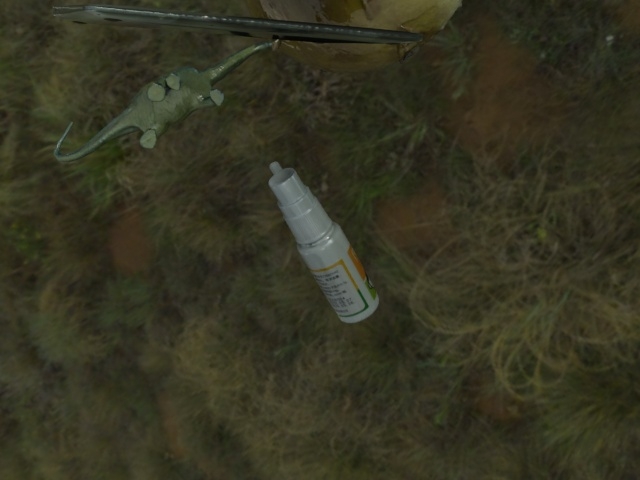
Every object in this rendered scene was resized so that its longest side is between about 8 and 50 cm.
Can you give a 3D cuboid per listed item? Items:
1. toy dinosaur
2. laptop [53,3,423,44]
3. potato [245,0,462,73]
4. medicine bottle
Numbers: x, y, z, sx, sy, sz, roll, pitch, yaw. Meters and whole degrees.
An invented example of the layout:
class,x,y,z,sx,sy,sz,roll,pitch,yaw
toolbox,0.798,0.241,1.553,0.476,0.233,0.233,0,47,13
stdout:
class,x,y,z,sx,sy,sz,roll,pitch,yaw
toy dinosaur,-0.220,-0.195,1.144,0.077,0.362,0.147,61,177,-19
laptop,-0.072,-0.178,0.665,0.187,0.268,0.015,-151,62,-62
potato,0.004,-0.291,0.837,0.299,0.116,0.239,14,111,35
medicine bottle,0.000,0.000,1.013,0.221,0.061,0.092,60,-179,-29
